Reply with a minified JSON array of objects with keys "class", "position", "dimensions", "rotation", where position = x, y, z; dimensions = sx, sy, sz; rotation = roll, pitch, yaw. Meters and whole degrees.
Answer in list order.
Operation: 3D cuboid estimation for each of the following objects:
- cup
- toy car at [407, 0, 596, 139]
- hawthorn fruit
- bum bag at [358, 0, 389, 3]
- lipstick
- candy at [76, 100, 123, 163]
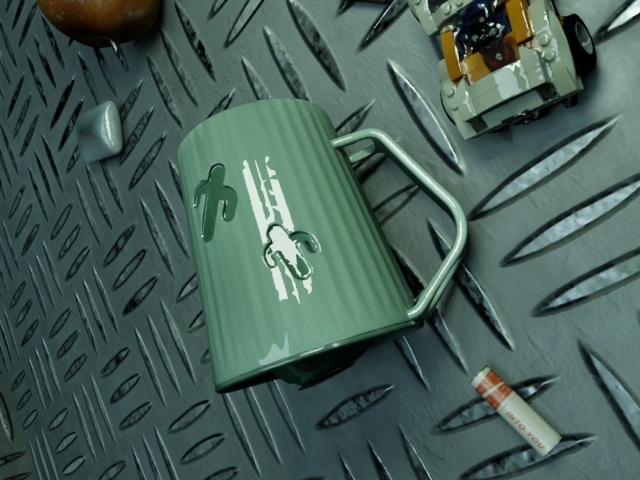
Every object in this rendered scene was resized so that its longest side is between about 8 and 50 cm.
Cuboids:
[{"class":"cup","position":[-0.007,0.009,0.807],"dimensions":[0.310,0.401,0.392],"rotation":[121,133,-68]},{"class":"toy car","position":[0.206,-0.286,0.656],"dimensions":[0.193,0.118,0.301],"rotation":[-19,91,47]},{"class":"hawthorn fruit","position":[-0.476,-0.545,1.122],"dimensions":[0.268,0.268,0.301],"rotation":[-21,90,40]},{"class":"bum bag","position":[0.080,-0.456,0.809],"dimensions":[0.109,0.026,0.159],"rotation":[23,108,35]},{"class":"lipstick","position":[0.269,0.235,0.722],"dimensions":[0.131,0.038,0.038],"rotation":[45,121,27]},{"class":"candy","position":[-0.584,-0.282,1.363],"dimensions":[0.174,0.071,0.138],"rotation":[-6,91,40]}]
